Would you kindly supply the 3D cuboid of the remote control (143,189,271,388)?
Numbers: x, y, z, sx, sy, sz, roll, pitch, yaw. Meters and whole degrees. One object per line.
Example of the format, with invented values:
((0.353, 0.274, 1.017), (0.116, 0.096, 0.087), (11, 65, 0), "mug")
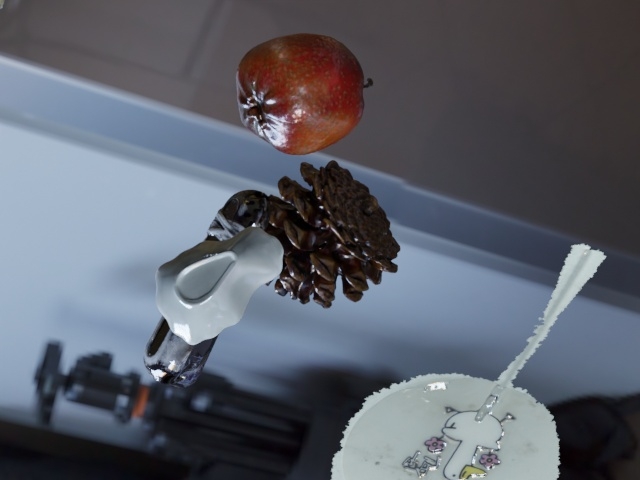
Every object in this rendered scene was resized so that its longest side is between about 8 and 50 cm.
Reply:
((-0.142, 0.055, 1.778), (0.090, 0.066, 0.266), (30, 97, 42), "remote control")

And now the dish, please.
((-0.101, 0.035, 1.389), (0.137, 0.039, 0.091), (-33, 72, 9), "dish")

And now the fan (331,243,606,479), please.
((0.169, 0.161, 1.452), (0.414, 0.233, 0.012), (-59, 19, 31), "fan")

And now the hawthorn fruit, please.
((-0.009, -0.195, 1.903), (0.157, 0.194, 0.157), (31, 127, 52), "hawthorn fruit")

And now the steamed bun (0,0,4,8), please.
((-0.286, -0.300, 1.048), (0.372, 0.230, 0.324), (160, 101, -66), "steamed bun")

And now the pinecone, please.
((0.000, 0.000, 1.948), (0.208, 0.208, 0.207), (-49, 33, 47), "pinecone")
